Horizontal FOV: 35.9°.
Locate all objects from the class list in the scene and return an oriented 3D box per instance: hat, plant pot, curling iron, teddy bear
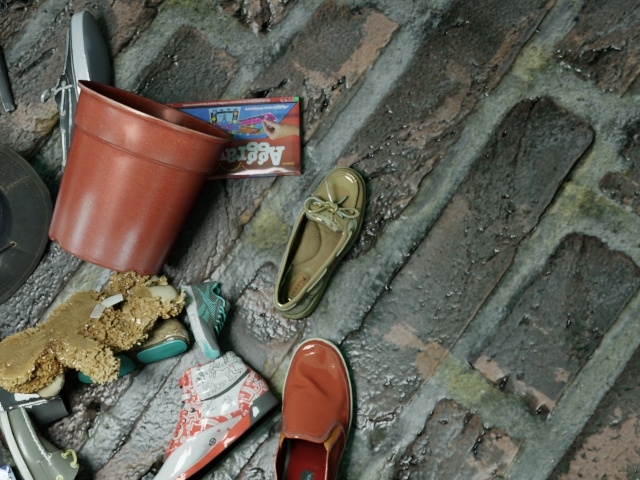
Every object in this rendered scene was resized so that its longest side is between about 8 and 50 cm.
[{"bbox_3d":[-0.636,-0.040,1.741,0.331,0.331,0.134,-40,34,-3],"label":"hat"},{"bbox_3d":[-0.318,-0.098,1.663,0.272,0.272,0.265,23,100,11],"label":"plant pot"},{"bbox_3d":[-0.614,-0.373,1.880,0.068,0.035,0.274,-13,76,4],"label":"curling iron"},{"bbox_3d":[-0.381,0.158,1.656,0.245,0.113,0.338,18,48,35],"label":"teddy bear"}]

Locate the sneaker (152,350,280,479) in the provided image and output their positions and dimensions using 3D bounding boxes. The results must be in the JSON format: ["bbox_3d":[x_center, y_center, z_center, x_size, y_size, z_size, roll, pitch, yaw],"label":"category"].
[{"bbox_3d":[-0.211,0.307,1.659,0.270,0.090,0.145,-40,75,-6],"label":"sneaker"}]

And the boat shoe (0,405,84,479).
[{"bbox_3d":[-0.431,0.403,1.644,0.091,0.109,0.305,-29,89,-10],"label":"boat shoe"}]

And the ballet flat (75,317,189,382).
[{"bbox_3d":[-0.327,0.188,1.718,0.206,0.073,0.067,-17,50,0],"label":"ballet flat"}]

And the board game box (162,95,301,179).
[{"bbox_3d":[-0.175,-0.183,1.791,0.281,0.027,0.145,-3,79,6],"label":"board game box"}]

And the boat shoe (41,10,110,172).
[{"bbox_3d":[-0.443,-0.261,1.799,0.105,0.113,0.306,-6,93,12],"label":"boat shoe"}]

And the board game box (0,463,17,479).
[{"bbox_3d":[-0.546,0.498,1.661,0.136,0.035,0.201,-26,78,-18],"label":"board game box"}]

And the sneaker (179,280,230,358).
[{"bbox_3d":[-0.187,0.128,1.686,0.076,0.065,0.166,-18,50,-9],"label":"sneaker"}]

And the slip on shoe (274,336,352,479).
[{"bbox_3d":[-0.017,0.315,1.616,0.123,0.101,0.331,5,67,9],"label":"slip on shoe"}]

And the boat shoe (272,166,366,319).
[{"bbox_3d":[0.000,0.000,1.697,0.105,0.089,0.285,20,81,11],"label":"boat shoe"}]

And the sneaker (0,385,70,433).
[{"bbox_3d":[-0.524,0.228,1.723,0.118,0.083,0.222,-25,86,-4],"label":"sneaker"}]
